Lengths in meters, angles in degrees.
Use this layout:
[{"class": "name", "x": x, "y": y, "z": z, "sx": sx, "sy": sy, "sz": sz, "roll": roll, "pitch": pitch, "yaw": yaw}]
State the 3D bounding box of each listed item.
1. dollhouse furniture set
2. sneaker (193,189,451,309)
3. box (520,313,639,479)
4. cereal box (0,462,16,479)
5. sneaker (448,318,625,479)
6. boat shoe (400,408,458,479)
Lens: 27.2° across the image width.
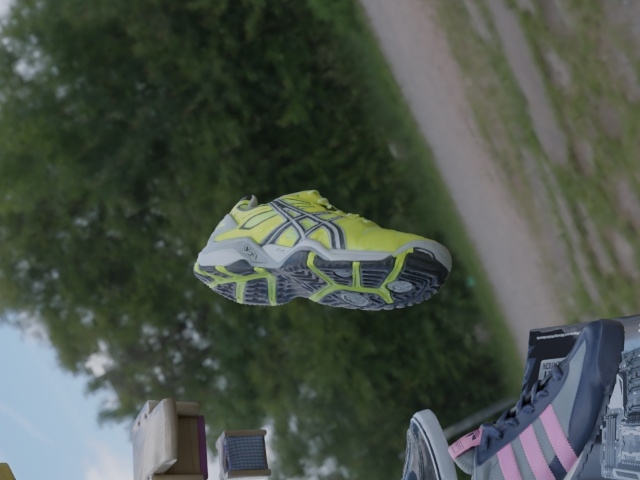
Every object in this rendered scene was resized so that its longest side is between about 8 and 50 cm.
[{"class": "dollhouse furniture set", "x": 0.012, "y": 0.267, "z": 1.126, "sx": 0.198, "sy": 0.303, "sz": 0.287, "roll": 132, "pitch": 137, "yaw": -59}, {"class": "sneaker", "x": 0.000, "y": 0.000, "z": 1.745, "sx": 0.384, "sy": 0.147, "sz": 0.145, "roll": 3, "pitch": 153, "yaw": 34}, {"class": "box", "x": 0.378, "y": 0.218, "z": 1.643, "sx": 0.076, "sy": 0.243, "sz": 0.307, "roll": 27, "pitch": 155, "yaw": -32}, {"class": "cereal box", "x": -0.338, "y": 0.368, "z": 1.324, "sx": 0.047, "sy": 0.240, "sz": 0.173, "roll": 5, "pitch": -152, "yaw": -38}, {"class": "sneaker", "x": 0.211, "y": 0.213, "z": 1.395, "sx": 0.131, "sy": 0.319, "sz": 0.112, "roll": 25, "pitch": -179, "yaw": 5}, {"class": "boat shoe", "x": 0.147, "y": 0.409, "z": 1.986, "sx": 0.113, "sy": 0.104, "sz": 0.306, "roll": -139, "pitch": 41, "yaw": -72}]
